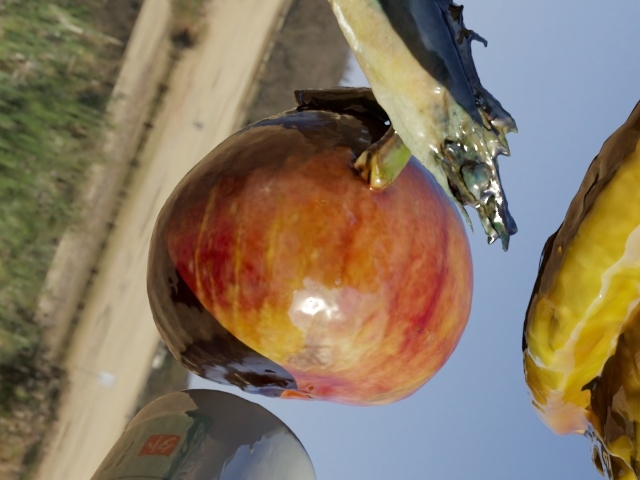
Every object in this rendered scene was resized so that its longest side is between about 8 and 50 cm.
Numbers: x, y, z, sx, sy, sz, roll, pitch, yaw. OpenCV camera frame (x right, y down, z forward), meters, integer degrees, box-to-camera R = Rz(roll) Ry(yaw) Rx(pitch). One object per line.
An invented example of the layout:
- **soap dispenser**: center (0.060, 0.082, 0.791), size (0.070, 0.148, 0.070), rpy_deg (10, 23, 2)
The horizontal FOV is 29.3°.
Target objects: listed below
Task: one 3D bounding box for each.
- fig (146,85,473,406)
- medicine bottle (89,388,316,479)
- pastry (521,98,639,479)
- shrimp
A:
- **fig**: center (0.000, 0.001, 0.719), size (0.205, 0.205, 0.205), rpy_deg (-158, -90, -83)
- **medicine bottle**: center (-0.097, 0.198, 0.499), size (0.110, 0.110, 0.352), rpy_deg (-64, 178, 31)
- **pastry**: center (0.167, -0.008, 0.383), size (0.240, 0.132, 0.235), rpy_deg (-47, 163, 10)
- **shrimp**: center (0.094, -0.139, 0.610), size (0.198, 0.262, 0.051), rpy_deg (-24, 177, -12)
